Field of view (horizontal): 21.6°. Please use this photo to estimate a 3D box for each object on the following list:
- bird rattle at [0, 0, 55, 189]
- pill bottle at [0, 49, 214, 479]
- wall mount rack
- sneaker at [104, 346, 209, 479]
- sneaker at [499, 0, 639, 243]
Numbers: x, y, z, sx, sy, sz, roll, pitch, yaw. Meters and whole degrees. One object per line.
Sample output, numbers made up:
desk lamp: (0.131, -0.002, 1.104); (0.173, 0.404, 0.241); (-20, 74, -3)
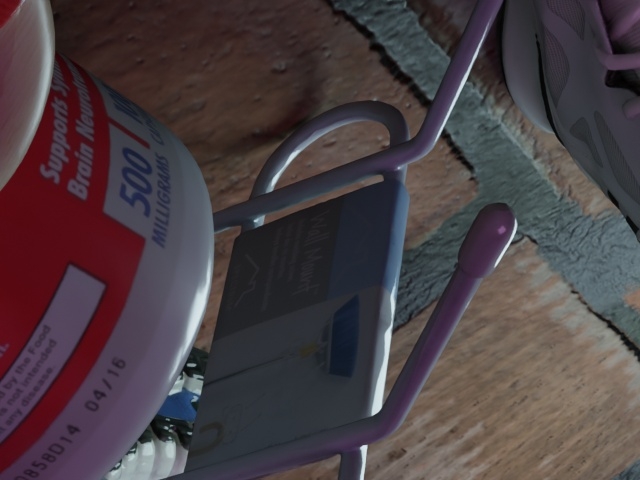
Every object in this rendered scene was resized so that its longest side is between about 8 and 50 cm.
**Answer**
bird rattle: (-0.164, -0.074, 0.559); (0.253, 0.143, 0.207); (-34, 146, -31)
pill bottle: (-0.257, -0.043, 0.704); (0.229, 0.229, 0.408); (-43, 132, 15)
wall mount rack: (0.000, 0.000, 0.858); (0.304, 0.350, 0.130); (-21, 130, 29)
sneaker: (-0.180, 0.145, 1.041); (0.147, 0.129, 0.330); (-46, 147, 23)
sneaker: (0.192, -0.144, 0.882); (0.169, 0.257, 0.447); (-28, 141, -4)
